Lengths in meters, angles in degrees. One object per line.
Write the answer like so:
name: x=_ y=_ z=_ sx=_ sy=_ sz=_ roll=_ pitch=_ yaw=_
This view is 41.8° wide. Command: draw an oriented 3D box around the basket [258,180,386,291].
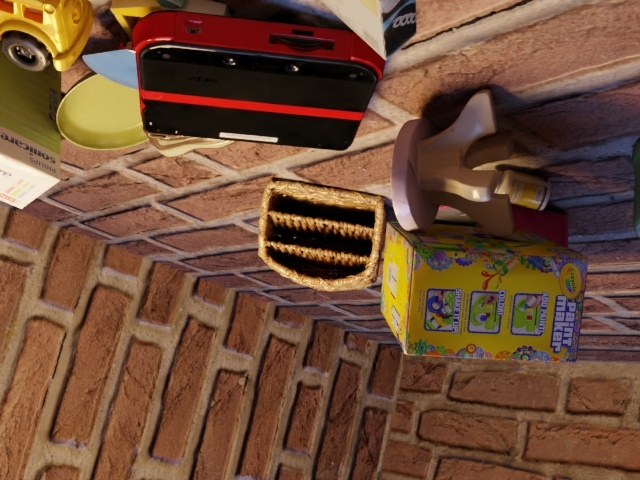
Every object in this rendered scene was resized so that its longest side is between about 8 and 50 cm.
basket: x=0.000 y=0.000 z=2.035 sx=0.299 sy=0.213 sz=0.223 roll=11 pitch=166 yaw=9

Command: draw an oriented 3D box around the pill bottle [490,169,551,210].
pill bottle: x=0.382 y=-0.101 z=1.625 sx=0.116 sy=0.065 sz=0.065 roll=14 pitch=165 yaw=-1

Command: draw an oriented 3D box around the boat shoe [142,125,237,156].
boat shoe: x=-0.223 y=-0.226 z=1.574 sx=0.257 sy=0.095 sz=0.095 roll=-17 pitch=144 yaw=25

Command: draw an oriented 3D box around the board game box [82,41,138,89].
board game box: x=-0.312 y=-0.300 z=1.416 sx=0.169 sy=0.033 sz=0.133 roll=3 pitch=164 yaw=37

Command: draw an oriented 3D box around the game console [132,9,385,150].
game console: x=-0.107 y=-0.250 z=1.377 sx=0.387 sy=0.060 sz=0.342 roll=5 pitch=163 yaw=-7

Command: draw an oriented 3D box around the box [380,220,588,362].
box: x=0.263 y=0.077 z=1.432 sx=0.279 sy=0.177 sz=0.290 roll=3 pitch=-171 yaw=-3

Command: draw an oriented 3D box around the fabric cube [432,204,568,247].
fabric cube: x=0.346 y=0.060 z=1.778 sx=0.258 sy=0.254 sz=0.259 roll=3 pitch=174 yaw=-41

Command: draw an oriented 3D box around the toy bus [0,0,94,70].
toy bus: x=-0.459 y=-0.378 z=1.229 sx=0.220 sy=0.149 sz=0.211 roll=17 pitch=152 yaw=-2

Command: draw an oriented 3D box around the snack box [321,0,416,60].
snack box: x=0.018 y=-0.335 z=0.890 sx=0.187 sy=0.060 sz=0.322 roll=46 pitch=176 yaw=14

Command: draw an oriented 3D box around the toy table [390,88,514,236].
toy table: x=0.227 y=-0.122 z=1.406 sx=0.161 sy=0.274 sz=0.252 roll=-5 pitch=125 yaw=23

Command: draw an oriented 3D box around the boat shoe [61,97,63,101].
boat shoe: x=-0.556 y=-0.275 z=1.796 sx=0.219 sy=0.077 sz=0.070 roll=1 pitch=163 yaw=13

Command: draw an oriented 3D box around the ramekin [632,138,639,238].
ramekin: x=0.656 y=-0.067 z=1.353 sx=0.303 sy=0.148 sz=0.303 roll=13 pitch=165 yaw=3

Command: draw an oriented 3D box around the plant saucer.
plant saucer: x=-0.378 y=-0.258 z=1.577 sx=0.241 sy=0.037 sz=0.241 roll=-19 pitch=156 yaw=-9

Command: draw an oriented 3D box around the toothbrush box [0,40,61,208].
toothbrush box: x=-0.595 y=-0.233 z=1.536 sx=0.122 sy=0.283 sz=0.206 roll=-31 pitch=143 yaw=27

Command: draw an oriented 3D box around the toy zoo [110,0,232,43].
toy zoo: x=-0.217 y=-0.323 z=1.378 sx=0.192 sy=0.030 sz=0.293 roll=9 pitch=160 yaw=15
